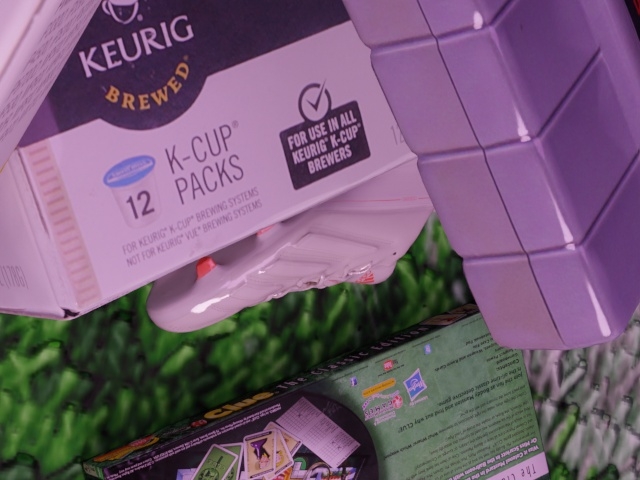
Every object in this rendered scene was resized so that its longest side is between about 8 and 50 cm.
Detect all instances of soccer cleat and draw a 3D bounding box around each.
[{"bbox_3d":[0.000,0.000,0.864,0.196,0.068,0.076,-36,114,-32],"label":"soccer cleat"}]

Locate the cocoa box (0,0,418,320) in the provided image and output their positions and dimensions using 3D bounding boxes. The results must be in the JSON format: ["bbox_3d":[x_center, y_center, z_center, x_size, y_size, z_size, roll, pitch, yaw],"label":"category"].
[{"bbox_3d":[-0.049,-0.140,0.723,0.347,0.231,0.228,-25,105,-32],"label":"cocoa box"}]

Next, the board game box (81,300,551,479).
[{"bbox_3d":[0.010,0.131,0.895,0.260,0.030,0.136,-19,100,-33],"label":"board game box"}]

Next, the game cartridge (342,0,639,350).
[{"bbox_3d":[0.112,-0.147,0.624,0.230,0.068,0.355,61,40,-20],"label":"game cartridge"}]

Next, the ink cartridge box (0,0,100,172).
[{"bbox_3d":[-0.237,-0.041,0.481,0.279,0.160,0.384,32,108,-6],"label":"ink cartridge box"}]
